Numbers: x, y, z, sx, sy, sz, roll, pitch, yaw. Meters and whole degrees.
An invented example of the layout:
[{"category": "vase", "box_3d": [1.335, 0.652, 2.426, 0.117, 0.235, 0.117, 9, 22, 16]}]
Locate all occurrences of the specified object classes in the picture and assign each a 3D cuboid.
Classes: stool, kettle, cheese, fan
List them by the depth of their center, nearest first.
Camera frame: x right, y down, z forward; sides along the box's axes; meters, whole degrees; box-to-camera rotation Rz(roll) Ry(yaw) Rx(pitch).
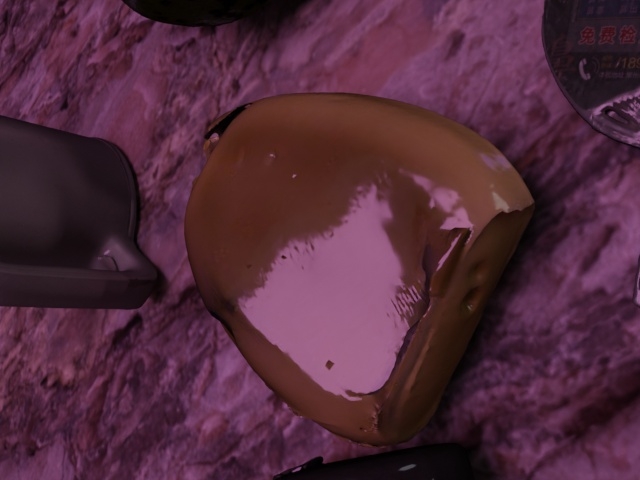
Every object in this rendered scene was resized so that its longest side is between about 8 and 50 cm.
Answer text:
[{"category": "fan", "box_3d": [0.273, -0.126, 0.613, 0.223, 0.012, 0.294, -26, 68, 33]}, {"category": "stool", "box_3d": [0.041, 0.230, 0.680, 0.228, 0.153, 0.139, 120, 140, -74]}, {"category": "cheese", "box_3d": [0.000, 0.000, 0.730, 0.316, 0.128, 0.259, 30, 96, 33]}, {"category": "kettle", "box_3d": [-0.351, -0.037, 0.911, 0.265, 0.318, 0.205, -1, 83, 38]}]

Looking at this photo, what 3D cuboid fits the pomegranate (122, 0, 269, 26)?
[{"category": "pomegranate", "box_3d": [-0.099, -0.324, 0.811, 0.270, 0.254, 0.254, -1, 82, 1]}]
